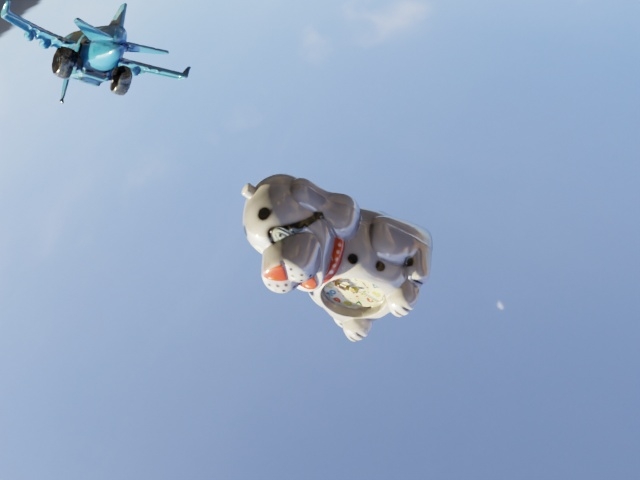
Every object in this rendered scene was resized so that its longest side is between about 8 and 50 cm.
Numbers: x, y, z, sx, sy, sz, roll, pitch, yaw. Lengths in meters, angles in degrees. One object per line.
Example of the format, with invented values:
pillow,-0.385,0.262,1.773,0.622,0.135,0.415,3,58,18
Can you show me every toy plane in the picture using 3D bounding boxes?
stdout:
toy plane,-0.322,-0.258,0.994,0.271,0.254,0.105,-5,-104,53

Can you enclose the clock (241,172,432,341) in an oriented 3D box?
clock,0.002,0.003,0.948,0.189,0.254,0.189,-38,-144,35
